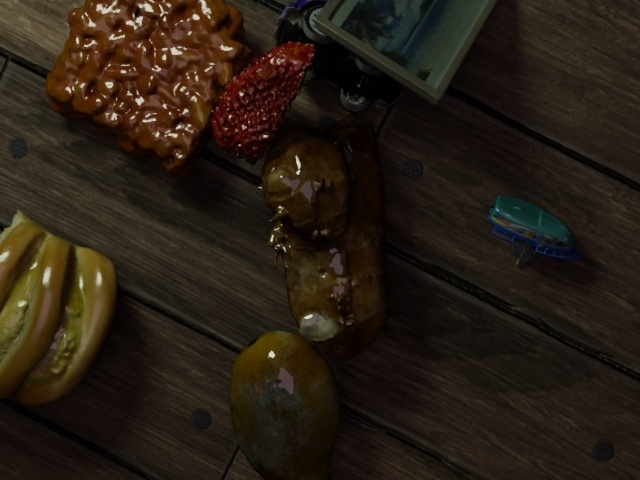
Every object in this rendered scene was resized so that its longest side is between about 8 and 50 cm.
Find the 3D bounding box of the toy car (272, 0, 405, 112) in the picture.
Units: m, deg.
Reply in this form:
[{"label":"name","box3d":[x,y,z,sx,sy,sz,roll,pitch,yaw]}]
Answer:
[{"label":"toy car","box3d":[0.051,-0.330,1.716,0.235,0.172,0.158,30,68,0]}]

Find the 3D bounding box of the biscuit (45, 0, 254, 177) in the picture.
[{"label":"biscuit","box3d":[-0.291,-0.304,1.783,0.312,0.110,0.318,30,96,5]}]

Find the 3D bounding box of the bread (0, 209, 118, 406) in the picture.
[{"label":"bread","box3d":[-0.500,0.137,1.786,0.270,0.211,0.315,32,99,2]}]

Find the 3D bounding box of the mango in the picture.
[{"label":"mango","box3d":[-0.056,0.306,1.789,0.193,0.146,0.316,-6,109,15]}]

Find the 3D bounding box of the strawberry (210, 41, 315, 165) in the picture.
[{"label":"strawberry","box3d":[-0.104,-0.231,1.666,0.106,0.286,0.188,20,54,-13]}]

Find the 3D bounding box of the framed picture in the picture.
[{"label":"framed picture","box3d":[0.153,-0.384,1.675,0.232,0.024,0.315,32,59,-2]}]

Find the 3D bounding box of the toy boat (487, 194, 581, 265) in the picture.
[{"label":"toy boat","box3d":[0.356,0.000,1.763,0.175,0.091,0.110,23,130,1]}]

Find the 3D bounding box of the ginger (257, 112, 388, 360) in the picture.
[{"label":"ginger","box3d":[0.000,0.000,1.716,0.176,0.254,0.418,6,100,41]}]
